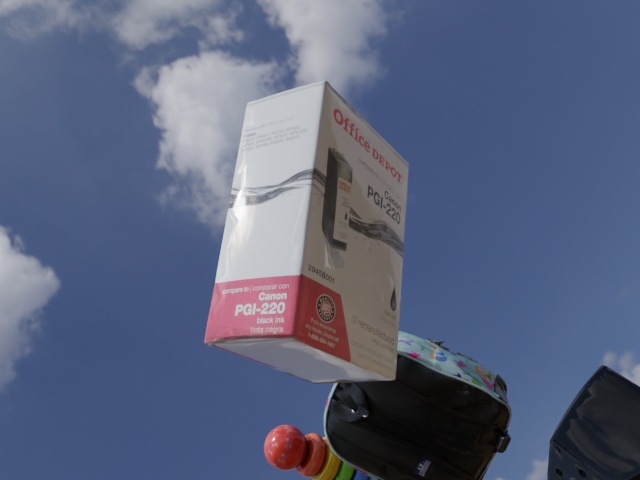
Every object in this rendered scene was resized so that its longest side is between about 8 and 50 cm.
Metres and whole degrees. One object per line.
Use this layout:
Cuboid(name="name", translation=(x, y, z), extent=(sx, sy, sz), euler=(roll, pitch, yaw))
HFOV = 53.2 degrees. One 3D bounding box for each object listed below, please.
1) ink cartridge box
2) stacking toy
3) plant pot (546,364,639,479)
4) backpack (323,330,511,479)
Cuboid(name="ink cartridge box", translation=(0.000, 0.000, 0.554), extent=(0.158, 0.092, 0.218), euler=(33, -125, -49))
Cuboid(name="stacking toy", translation=(0.033, 0.466, 1.346), extent=(0.330, 0.141, 0.141), euler=(26, -75, -24))
Cuboid(name="plant pot", translation=(0.469, 0.351, 1.022), extent=(0.166, 0.187, 0.188), euler=(-26, -53, -25))
Cuboid(name="backpack", translation=(0.138, 0.258, 0.979), extent=(0.253, 0.191, 0.225), euler=(21, -75, 1))
